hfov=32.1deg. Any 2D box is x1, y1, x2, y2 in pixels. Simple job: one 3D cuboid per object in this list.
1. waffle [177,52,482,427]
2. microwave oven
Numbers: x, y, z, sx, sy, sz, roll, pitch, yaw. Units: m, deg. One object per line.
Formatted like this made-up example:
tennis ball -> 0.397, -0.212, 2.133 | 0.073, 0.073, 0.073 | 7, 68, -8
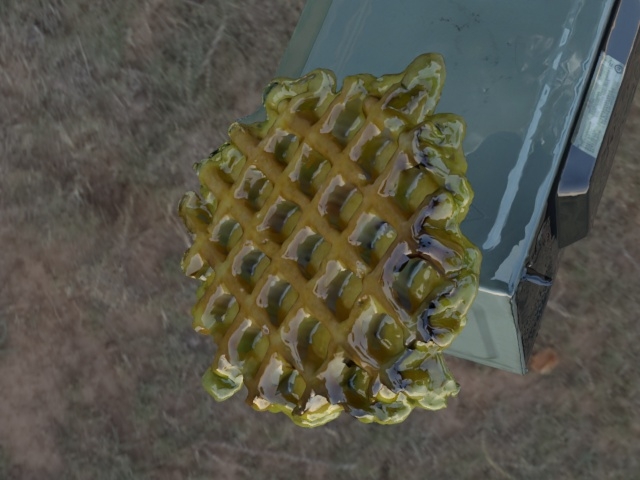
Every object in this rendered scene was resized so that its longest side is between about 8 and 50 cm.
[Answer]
waffle -> 0.000, 0.000, 0.715 | 0.058, 0.238, 0.243 | 14, 67, -46
microwave oven -> 0.111, -0.095, 0.976 | 0.218, 0.286, 0.355 | 63, 45, -62
